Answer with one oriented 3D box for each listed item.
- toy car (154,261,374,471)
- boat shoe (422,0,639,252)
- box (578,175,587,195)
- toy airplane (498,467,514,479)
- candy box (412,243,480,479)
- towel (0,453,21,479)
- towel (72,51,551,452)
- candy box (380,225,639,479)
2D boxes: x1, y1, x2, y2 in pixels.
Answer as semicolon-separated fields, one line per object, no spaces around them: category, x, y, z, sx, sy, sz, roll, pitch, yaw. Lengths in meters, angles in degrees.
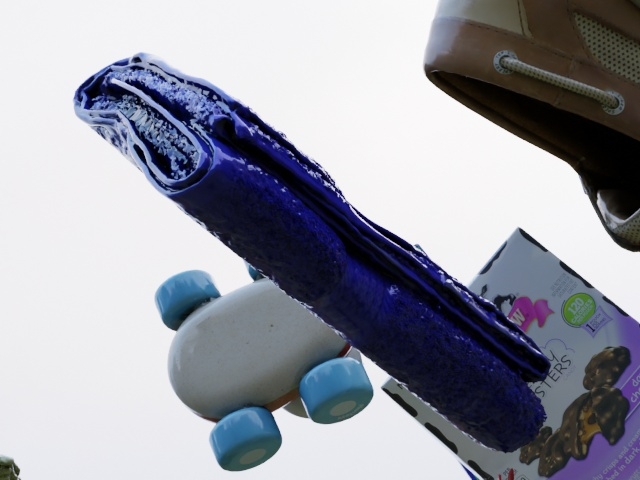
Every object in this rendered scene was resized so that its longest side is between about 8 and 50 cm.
toy car;-0.038;0.143;1.440;0.210;0.219;0.238;-29;-31;4
boat shoe;0.185;-0.041;0.658;0.324;0.123;0.116;33;-102;-10
box;0.291;-0.204;0.949;0.322;0.232;0.058;-28;-10;31
toy airplane;0.116;0.203;0.839;0.028;0.151;0.151;6;-33;25
candy box;0.188;0.192;1.581;0.122;0.317;0.268;-37;-27;1
towel;-0.322;0.213;1.078;0.148;0.027;0.110;-15;-22;-16
towel;0.000;0.000;0.816;0.308;0.227;0.076;40;-91;-32
candy box;0.171;0.115;0.983;0.165;0.196;0.070;-50;-10;-3
